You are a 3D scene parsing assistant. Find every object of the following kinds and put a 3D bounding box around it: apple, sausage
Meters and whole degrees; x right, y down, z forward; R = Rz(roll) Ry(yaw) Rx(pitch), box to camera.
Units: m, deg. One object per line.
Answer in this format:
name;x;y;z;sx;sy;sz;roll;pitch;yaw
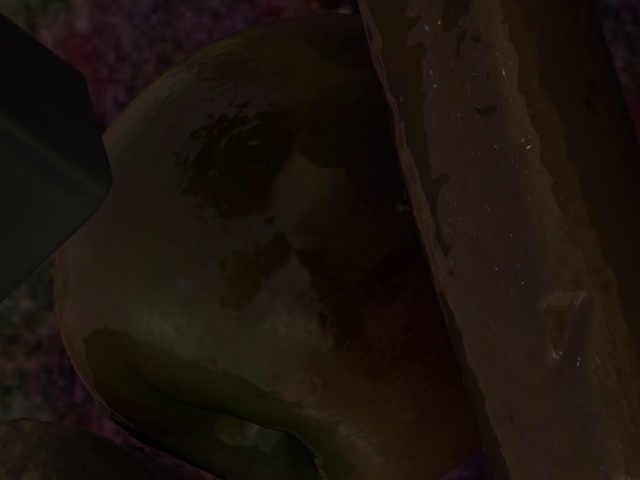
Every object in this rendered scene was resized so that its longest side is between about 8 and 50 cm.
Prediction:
apple;0.000;0.000;0.720;0.188;0.207;0.174;-59;-34;-26
sausage;0.066;0.033;0.438;0.301;0.065;0.066;71;158;10

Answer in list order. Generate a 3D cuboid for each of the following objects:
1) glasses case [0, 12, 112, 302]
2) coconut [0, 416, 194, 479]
glasses case;-0.169;-0.064;0.432;0.105;0.266;0.056;-57;36;-5
coconut;-0.132;0.196;0.715;0.227;0.227;0.230;119;163;-55
